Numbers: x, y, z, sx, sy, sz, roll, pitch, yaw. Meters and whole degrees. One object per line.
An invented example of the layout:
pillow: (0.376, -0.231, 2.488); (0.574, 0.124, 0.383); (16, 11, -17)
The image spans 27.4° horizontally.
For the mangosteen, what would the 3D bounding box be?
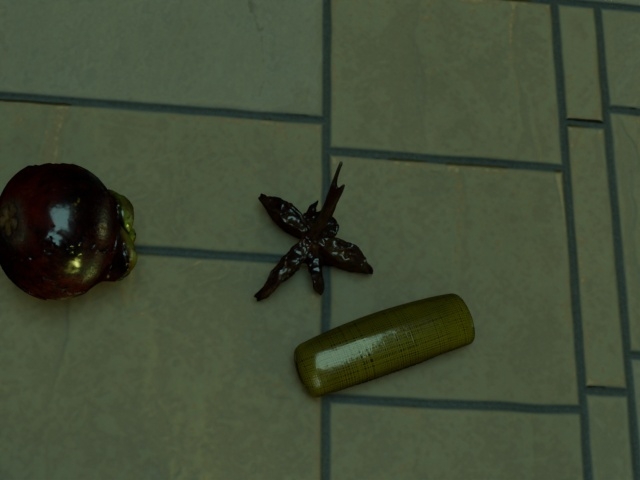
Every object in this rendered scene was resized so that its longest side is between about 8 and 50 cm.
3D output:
mangosteen: (-0.298, -0.010, 1.574); (0.180, 0.166, 0.166); (1, 66, -36)

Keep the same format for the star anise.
star anise: (-0.005, -0.009, 1.627); (0.158, 0.144, 0.141); (-4, 77, -12)

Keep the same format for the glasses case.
glasses case: (0.080, 0.126, 1.626); (0.234, 0.064, 0.079); (-18, 79, -17)
